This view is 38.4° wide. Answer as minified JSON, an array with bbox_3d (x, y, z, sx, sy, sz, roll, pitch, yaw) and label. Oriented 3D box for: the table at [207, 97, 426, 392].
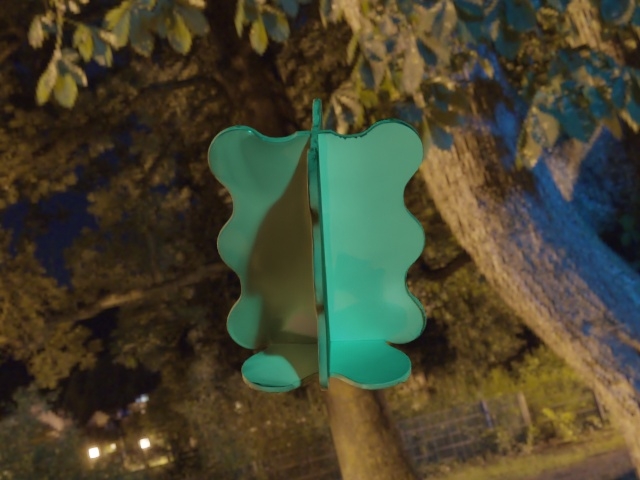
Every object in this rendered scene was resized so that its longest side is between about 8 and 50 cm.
[{"bbox_3d":[0.000,0.000,0.726,0.167,0.198,0.166,-3,26,2],"label":"table"}]
